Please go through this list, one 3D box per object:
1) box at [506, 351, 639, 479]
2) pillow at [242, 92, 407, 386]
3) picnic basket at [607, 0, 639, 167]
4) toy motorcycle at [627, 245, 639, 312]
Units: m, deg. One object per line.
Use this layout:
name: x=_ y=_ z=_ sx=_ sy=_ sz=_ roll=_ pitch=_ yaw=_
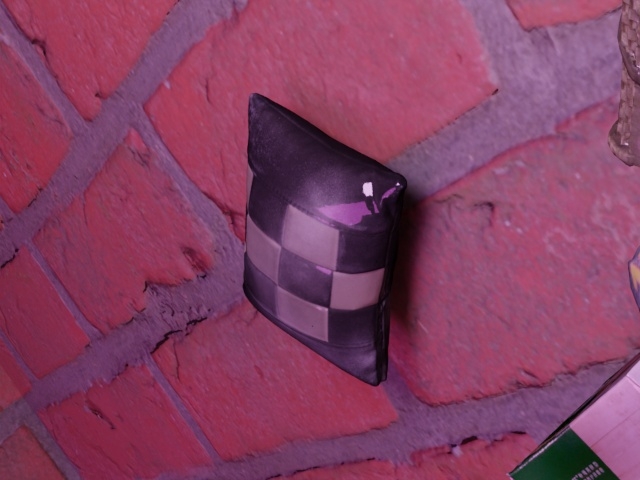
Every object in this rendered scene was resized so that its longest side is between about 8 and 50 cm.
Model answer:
box: x=0.235 y=0.125 z=0.800 sx=0.081 sy=0.135 sz=0.199 roll=48 pitch=147 yaw=12
pillow: x=0.000 y=0.000 z=1.025 sx=0.186 sy=0.106 sz=0.249 roll=34 pitch=139 yaw=29
picnic basket: x=0.228 y=-0.131 z=0.566 sx=0.154 sy=0.134 sz=0.196 roll=24 pitch=138 yaw=35
toy motorcycle: x=0.249 y=0.043 z=0.582 sx=0.173 sy=0.307 sz=0.108 roll=33 pitch=106 yaw=18
